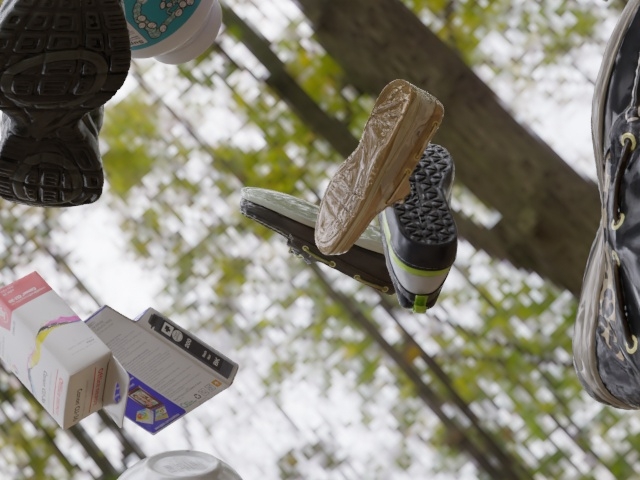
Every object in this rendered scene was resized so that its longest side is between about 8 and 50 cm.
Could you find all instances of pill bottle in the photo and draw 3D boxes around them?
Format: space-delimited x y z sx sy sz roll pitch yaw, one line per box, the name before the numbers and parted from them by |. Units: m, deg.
pill bottle | -0.197 -0.275 1.876 0.146 0.146 0.264 -44 -35 2

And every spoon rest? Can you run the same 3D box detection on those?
spoon rest | -0.101 0.261 1.731 0.137 0.276 0.084 -7 -75 -26

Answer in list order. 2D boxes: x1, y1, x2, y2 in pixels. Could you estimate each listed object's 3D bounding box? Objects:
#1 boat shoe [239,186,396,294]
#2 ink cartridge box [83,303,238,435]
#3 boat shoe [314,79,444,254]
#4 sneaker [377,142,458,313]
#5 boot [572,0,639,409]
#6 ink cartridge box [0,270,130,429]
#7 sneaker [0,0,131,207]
boat shoe | 0.000 0.000 2.333 0.081 0.227 0.069 -68 -1 -73
ink cartridge box | -0.250 0.165 2.576 0.206 0.208 0.045 -35 28 46
boat shoe | 0.055 -0.056 1.662 0.059 0.063 0.170 17 -68 -35
sneaker | 0.087 -0.013 1.882 0.084 0.235 0.097 6 -57 -2
boot | 0.321 -0.035 1.523 0.138 0.284 0.377 11 -90 -16
ink cartridge box | -0.320 0.148 2.334 0.067 0.198 0.115 -30 -30 -32
sneaker | -0.204 -0.141 1.443 0.109 0.130 0.286 5 -30 -13
